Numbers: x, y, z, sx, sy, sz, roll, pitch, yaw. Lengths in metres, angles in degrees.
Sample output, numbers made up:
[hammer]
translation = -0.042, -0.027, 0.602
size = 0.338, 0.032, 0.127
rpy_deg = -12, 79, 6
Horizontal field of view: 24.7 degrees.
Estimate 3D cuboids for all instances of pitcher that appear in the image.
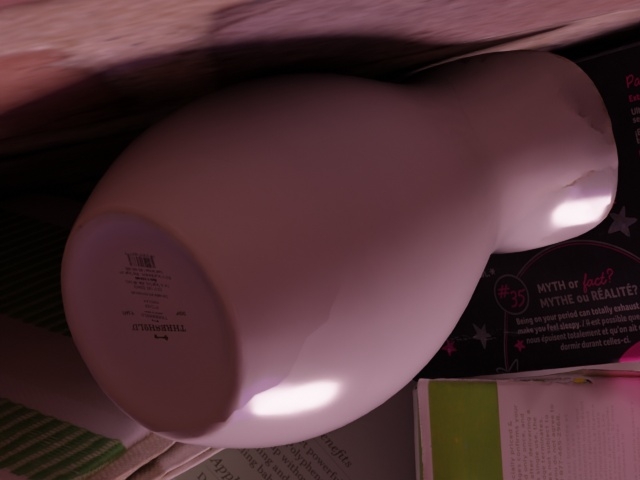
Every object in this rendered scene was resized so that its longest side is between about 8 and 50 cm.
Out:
[pitcher]
translation = -0.011, -0.005, 0.559
size = 0.178, 0.125, 0.207
rpy_deg = -4, -163, 42

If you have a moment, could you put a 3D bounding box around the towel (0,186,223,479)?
[towel]
translation = -0.153, 0.061, 0.594
size = 0.248, 0.038, 0.325
rpy_deg = 16, -149, 33

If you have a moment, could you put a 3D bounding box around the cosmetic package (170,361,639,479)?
[cosmetic package]
translation = 0.031, 0.111, 0.821
size = 0.155, 0.197, 0.365
rpy_deg = -30, -169, 46

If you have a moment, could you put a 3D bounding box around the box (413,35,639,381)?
[box]
translation = 0.170, -0.025, 0.704
size = 0.247, 0.142, 0.163
rpy_deg = -11, -179, 44

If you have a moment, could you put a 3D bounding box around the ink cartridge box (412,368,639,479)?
[ink cartridge box]
translation = 0.081, 0.152, 0.641
size = 0.097, 0.188, 0.255
rpy_deg = -7, 170, 36
